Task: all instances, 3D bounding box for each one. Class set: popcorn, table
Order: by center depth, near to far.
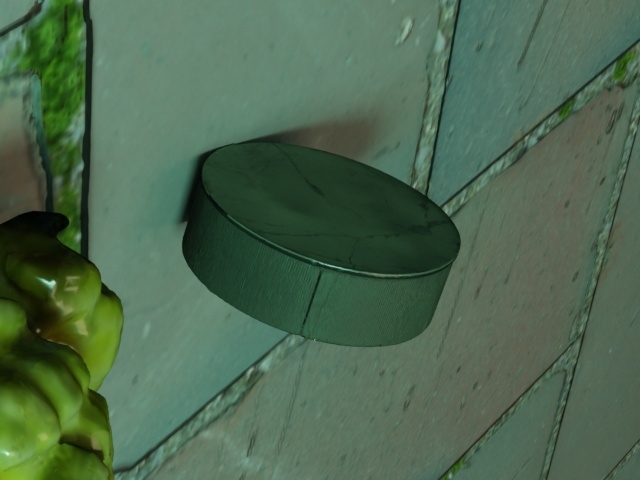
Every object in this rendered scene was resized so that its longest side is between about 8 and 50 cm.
[{"bbox_3d":[-0.159,0.069,0.673,0.195,0.168,0.173,-98,-169,-65],"label":"popcorn"},{"bbox_3d":[0.000,0.000,0.911,0.133,0.133,0.043,-22,136,-55],"label":"table"}]
